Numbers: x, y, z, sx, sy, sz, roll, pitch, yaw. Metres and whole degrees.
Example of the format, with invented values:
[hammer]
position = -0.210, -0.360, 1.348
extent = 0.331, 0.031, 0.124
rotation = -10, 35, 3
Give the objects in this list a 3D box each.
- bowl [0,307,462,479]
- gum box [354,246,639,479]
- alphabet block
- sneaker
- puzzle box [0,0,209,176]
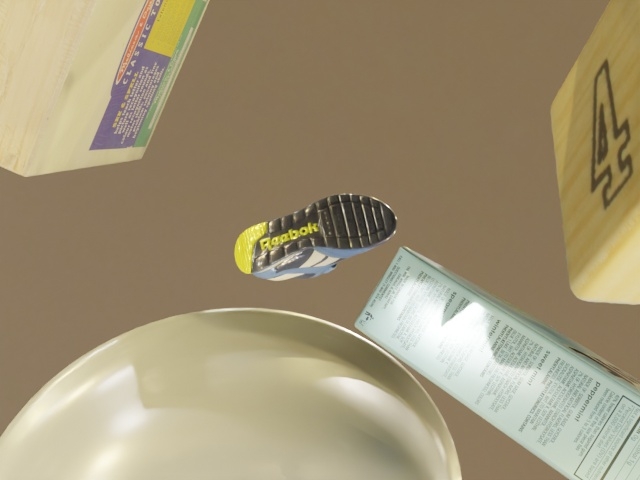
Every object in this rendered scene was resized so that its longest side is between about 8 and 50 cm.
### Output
[bowl]
position = -0.041, 0.196, 0.622
extent = 0.298, 0.298, 0.134
rotation = 36, -174, -23
[gum box]
position = 0.125, 0.078, 0.459
extent = 0.184, 0.041, 0.157
rotation = 34, -175, 37
[alphabet block]
position = 0.297, -0.074, 0.855
extent = 0.192, 0.197, 0.194
rotation = 3, -118, -9
[sneaker]
position = 0.000, 0.000, 0.992
extent = 0.059, 0.144, 0.053
rotation = 45, -144, -60
[puzzle box]
position = -0.084, -0.237, 0.691
extent = 0.052, 0.409, 0.272
rotation = 24, -173, 1
